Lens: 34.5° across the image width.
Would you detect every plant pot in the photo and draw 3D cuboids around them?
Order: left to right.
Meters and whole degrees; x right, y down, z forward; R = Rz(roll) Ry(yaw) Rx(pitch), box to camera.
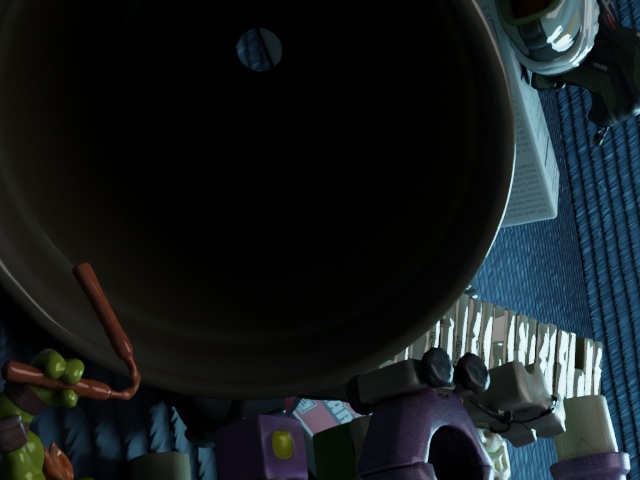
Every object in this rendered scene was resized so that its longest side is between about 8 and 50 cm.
[{"bbox_3d":[-0.048,-0.100,0.697,0.280,0.323,0.323,-85,157,-67],"label":"plant pot"}]

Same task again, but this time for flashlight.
[{"bbox_3d":[0.016,0.089,0.848,0.304,0.103,0.103,-6,46,-45],"label":"flashlight"}]

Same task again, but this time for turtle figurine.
[{"bbox_3d":[-0.174,0.153,0.529,0.217,0.087,0.269,-10,98,-59],"label":"turtle figurine"}]

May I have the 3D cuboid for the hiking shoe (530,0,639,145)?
[{"bbox_3d":[0.243,-0.207,1.033,0.227,0.114,0.086,55,20,16],"label":"hiking shoe"}]

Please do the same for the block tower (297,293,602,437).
[{"bbox_3d":[0.116,0.100,0.825,0.335,0.091,0.097,18,73,-47],"label":"block tower"}]

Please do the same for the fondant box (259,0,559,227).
[{"bbox_3d":[0.096,-0.159,1.086,0.096,0.238,0.330,-68,141,-55],"label":"fondant box"}]

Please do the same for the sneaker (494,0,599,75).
[{"bbox_3d":[0.199,-0.295,0.953,0.108,0.100,0.271,18,63,-60],"label":"sneaker"}]

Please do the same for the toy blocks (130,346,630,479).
[{"bbox_3d":[0.059,0.247,0.669,0.288,0.309,0.260,14,60,-41],"label":"toy blocks"}]

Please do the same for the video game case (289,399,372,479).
[{"bbox_3d":[0.069,0.205,1.022,0.204,0.025,0.285,50,19,12],"label":"video game case"}]
